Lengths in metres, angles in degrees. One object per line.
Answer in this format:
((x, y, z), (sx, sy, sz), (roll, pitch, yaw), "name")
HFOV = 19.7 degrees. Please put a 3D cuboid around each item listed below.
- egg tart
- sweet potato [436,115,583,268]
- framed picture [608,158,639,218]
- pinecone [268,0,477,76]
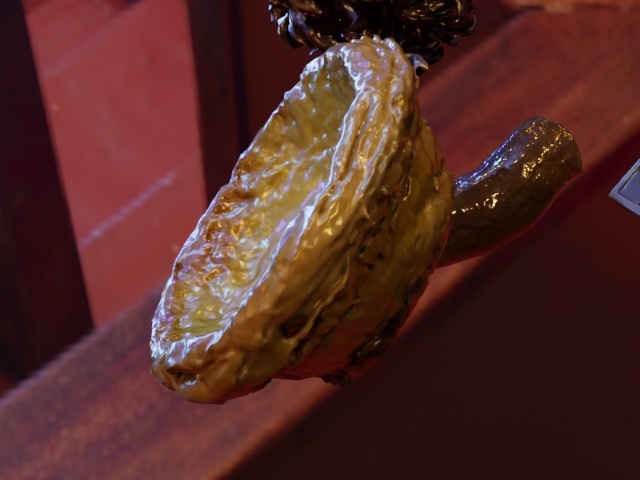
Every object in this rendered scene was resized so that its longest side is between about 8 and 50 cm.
((0.000, 0.000, 1.194), (0.123, 0.294, 0.294), (32, 50, -15), "egg tart")
((0.113, -0.030, 1.745), (0.285, 0.085, 0.112), (-19, 67, 1), "sweet potato")
((0.356, -0.059, 1.619), (0.150, 0.015, 0.203), (-49, 31, 0), "framed picture")
((0.047, -0.231, 1.549), (0.221, 0.221, 0.221), (-1, 49, 2), "pinecone")
